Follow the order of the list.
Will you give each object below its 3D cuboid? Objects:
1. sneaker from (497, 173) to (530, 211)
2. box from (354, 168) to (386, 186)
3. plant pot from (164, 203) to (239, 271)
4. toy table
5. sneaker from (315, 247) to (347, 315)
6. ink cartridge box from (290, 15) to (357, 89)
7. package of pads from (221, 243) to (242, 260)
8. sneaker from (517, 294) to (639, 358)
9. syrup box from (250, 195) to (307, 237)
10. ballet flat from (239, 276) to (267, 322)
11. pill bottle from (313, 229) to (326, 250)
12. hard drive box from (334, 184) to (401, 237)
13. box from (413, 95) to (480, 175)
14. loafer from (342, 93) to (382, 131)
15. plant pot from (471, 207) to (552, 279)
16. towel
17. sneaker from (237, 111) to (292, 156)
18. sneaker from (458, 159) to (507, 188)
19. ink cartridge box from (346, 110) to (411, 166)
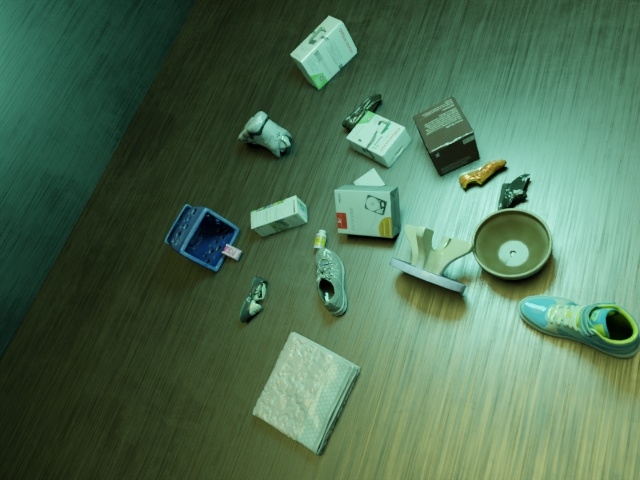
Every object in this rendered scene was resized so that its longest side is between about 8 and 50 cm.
[{"bbox_3d":[0.667,-0.150,1.517,0.089,0.051,0.170,2,64,35],"label":"sneaker"},{"bbox_3d":[0.210,-0.211,1.776,0.102,0.087,0.101,-34,54,10],"label":"box"},{"bbox_3d":[-0.557,-0.022,2.020,0.212,0.236,0.236,18,76,40],"label":"plant pot"},{"bbox_3d":[0.376,0.052,1.478,0.274,0.252,0.161,20,94,30],"label":"toy table"},{"bbox_3d":[0.034,0.140,1.679,0.105,0.115,0.281,-26,56,15],"label":"sneaker"},{"bbox_3d":[0.020,-0.921,2.170,0.273,0.198,0.115,-44,52,2],"label":"ink cartridge box"},{"bbox_3d":[-0.400,0.054,1.997,0.083,0.032,0.050,25,76,10],"label":"package of pads"},{"bbox_3d":[0.708,0.208,1.218,0.318,0.208,0.127,16,76,34],"label":"sneaker"},{"bbox_3d":[-0.183,-0.103,1.935,0.236,0.093,0.096,-18,58,20],"label":"syrup box"},{"bbox_3d":[-0.271,0.247,1.825,0.074,0.074,0.203,7,68,31],"label":"ballet flat"},{"bbox_3d":[0.000,0.000,1.813,0.043,0.043,0.083,0,66,29],"label":"pill bottle"},{"bbox_3d":[0.180,-0.114,1.686,0.232,0.089,0.181,5,113,32],"label":"hard drive box"},{"bbox_3d":[0.477,-0.394,1.672,0.168,0.167,0.203,-24,57,16],"label":"box"},{"bbox_3d":[0.199,-0.567,1.981,0.220,0.080,0.078,-41,86,3],"label":"loafer"},{"bbox_3d":[0.617,0.025,1.421,0.237,0.110,0.238,-13,60,23],"label":"plant pot"},{"bbox_3d":[-0.058,0.534,1.573,0.316,0.053,0.332,18,75,34],"label":"towel"},{"bbox_3d":[-0.274,-0.503,2.167,0.137,0.210,0.366,-58,20,-9],"label":"sneaker"},{"bbox_3d":[0.595,-0.241,1.608,0.175,0.064,0.068,-25,76,22],"label":"sneaker"},{"bbox_3d":[0.247,-0.430,1.863,0.219,0.092,0.160,36,87,37],"label":"ink cartridge box"}]
